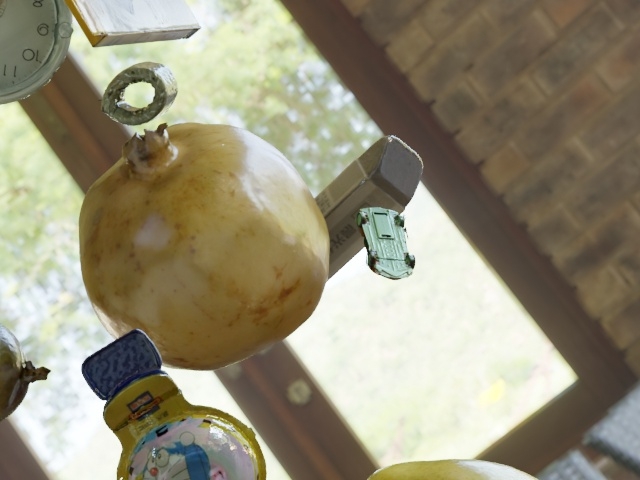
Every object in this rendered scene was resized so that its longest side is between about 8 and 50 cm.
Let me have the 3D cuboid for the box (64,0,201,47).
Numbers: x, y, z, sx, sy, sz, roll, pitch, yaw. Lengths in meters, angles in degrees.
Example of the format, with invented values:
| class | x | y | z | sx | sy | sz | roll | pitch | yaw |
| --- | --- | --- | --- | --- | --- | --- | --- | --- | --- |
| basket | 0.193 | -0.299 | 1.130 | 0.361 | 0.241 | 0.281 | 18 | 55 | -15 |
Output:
| class | x | y | z | sx | sy | sz | roll | pitch | yaw |
| --- | --- | --- | --- | --- | --- | --- | --- | --- | --- |
| box | -0.261 | -0.315 | 1.809 | 0.033 | 0.129 | 0.247 | -35 | -8 | 29 |

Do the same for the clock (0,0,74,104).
| class | x | y | z | sx | sy | sz | roll | pitch | yaw |
| --- | --- | --- | --- | --- | --- | --- | --- | --- | --- |
| clock | -0.464 | -0.306 | 1.937 | 0.236 | 0.236 | 0.053 | -36 | 14 | -9 |

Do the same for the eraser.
| class | x | y | z | sx | sy | sz | roll | pitch | yaw |
| --- | --- | --- | --- | --- | --- | --- | --- | --- | --- |
| eraser | 0.000 | 0.000 | 1.917 | 0.352 | 0.089 | 0.061 | -43 | 33 | 15 |

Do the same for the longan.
| class | x | y | z | sx | sy | sz | roll | pitch | yaw |
| --- | --- | --- | --- | --- | --- | --- | --- | --- | --- |
| longan | -0.425 | 0.167 | 1.749 | 0.176 | 0.145 | 0.155 | 4 | 16 | 0 |

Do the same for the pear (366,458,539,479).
| class | x | y | z | sx | sy | sz | roll | pitch | yaw |
| --- | --- | --- | --- | --- | --- | --- | --- | --- | --- |
| pear | 0.230 | 0.506 | 2.064 | 0.362 | 0.418 | 0.362 | -58 | -18 | -30 |

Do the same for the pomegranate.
| class | x | y | z | sx | sy | sz | roll | pitch | yaw |
| --- | --- | --- | --- | --- | --- | --- | --- | --- | --- |
| pomegranate | -0.160 | -0.009 | 1.757 | 0.342 | 0.342 | 0.342 | -36 | -10 | -7 |

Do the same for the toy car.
| class | x | y | z | sx | sy | sz | roll | pitch | yaw |
| --- | --- | --- | --- | --- | --- | --- | --- | --- | --- |
| toy car | 0.077 | 0.006 | 1.668 | 0.059 | 0.122 | 0.035 | 5 | -45 | -17 |

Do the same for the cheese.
| class | x | y | z | sx | sy | sz | roll | pitch | yaw |
| --- | --- | --- | --- | --- | --- | --- | --- | --- | --- |
| cheese | -0.149 | 0.208 | 1.389 | 0.156 | 0.250 | 0.064 | -33 | 11 | -5 |

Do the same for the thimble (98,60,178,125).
| class | x | y | z | sx | sy | sz | roll | pitch | yaw |
| --- | --- | --- | --- | --- | --- | --- | --- | --- | --- |
| thimble | -0.264 | -0.212 | 2.020 | 0.110 | 0.084 | 0.062 | -15 | 12 | 17 |
